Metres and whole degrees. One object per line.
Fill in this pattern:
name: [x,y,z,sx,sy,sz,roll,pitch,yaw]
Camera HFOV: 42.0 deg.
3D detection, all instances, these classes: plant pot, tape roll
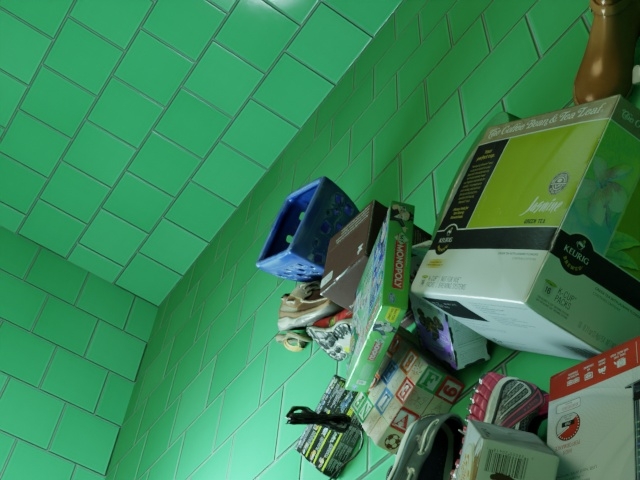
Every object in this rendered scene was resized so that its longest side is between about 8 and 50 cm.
plant pot: [0.000,0.000,2.181,0.236,0.212,0.236,-21,42,62]
tape roll: [0.311,-0.085,1.588,0.321,0.077,0.321,-156,90,-86]

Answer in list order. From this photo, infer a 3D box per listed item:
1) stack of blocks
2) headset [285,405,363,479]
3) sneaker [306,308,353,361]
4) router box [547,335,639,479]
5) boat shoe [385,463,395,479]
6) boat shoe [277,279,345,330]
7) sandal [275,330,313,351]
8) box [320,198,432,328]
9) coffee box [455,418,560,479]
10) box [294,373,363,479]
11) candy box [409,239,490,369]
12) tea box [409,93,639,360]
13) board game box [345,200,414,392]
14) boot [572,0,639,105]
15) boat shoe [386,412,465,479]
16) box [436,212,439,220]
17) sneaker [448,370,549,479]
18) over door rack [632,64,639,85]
stack of blocks: [0.140,0.272,1.588,0.171,0.087,0.297,-58,18,5]
headset: [-0.002,0.494,1.451,0.243,0.185,0.394,-34,43,58]
sneaker: [0.067,0.201,1.922,0.118,0.107,0.279,-46,12,-28]
router box: [0.405,0.242,0.946,0.335,0.082,0.301,-40,26,45]
boat shoe: [0.123,0.427,1.400,0.065,0.083,0.183,-54,19,16]
boat shoe: [-0.030,0.159,2.105,0.324,0.123,0.116,-22,70,60]
sandal: [-0.070,0.268,2.189,0.180,0.072,0.049,158,124,-64]
box: [0.135,0.060,1.748,0.168,0.203,0.167,-43,24,40]
coffee box: [0.216,0.368,1.059,0.141,0.098,0.246,20,-98,-86]
box: [0.032,0.389,1.765,0.190,0.045,0.184,-61,21,-8]
candy box: [0.218,0.109,1.482,0.070,0.196,0.165,-16,11,-14]
tea box: [0.353,-0.008,1.253,0.323,0.220,0.329,-63,18,-10]
board game box: [0.103,0.109,1.496,0.317,0.046,0.213,106,173,-54]
boot: [0.504,-0.374,1.436,0.109,0.220,0.283,19,64,29]
boat shoe: [0.158,0.407,1.293,0.099,0.116,0.319,-43,19,50]
box: [0.279,-0.041,1.821,0.067,0.018,0.083,-43,24,40]
sneaker: [0.246,0.340,1.182,0.112,0.121,0.299,12,80,26]
over door rack: [0.641,-0.411,1.339,0.239,0.108,0.324,-12,65,66]
